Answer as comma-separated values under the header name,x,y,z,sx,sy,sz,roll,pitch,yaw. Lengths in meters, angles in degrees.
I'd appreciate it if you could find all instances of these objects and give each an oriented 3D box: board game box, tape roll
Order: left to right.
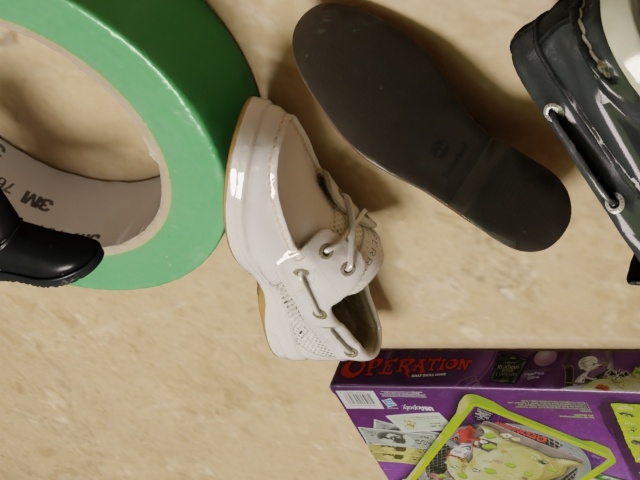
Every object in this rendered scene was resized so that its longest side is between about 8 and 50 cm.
name,x,y,z,sx,sy,sz,roll,pitch,yaw
tape roll,-0.203,-0.096,0.959,0.321,0.077,0.321,15,142,12
board game box,0.200,0.169,1.089,0.347,0.056,0.208,-2,132,30

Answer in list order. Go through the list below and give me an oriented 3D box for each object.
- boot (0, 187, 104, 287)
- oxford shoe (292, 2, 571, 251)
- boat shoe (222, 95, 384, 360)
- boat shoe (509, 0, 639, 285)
name,x,y,z,sx,sy,sz,roll,pitch,yaw
boot,-0.228,-0.015,0.973,0.121,0.045,0.099,0,134,30
oxford shoe,0.064,-0.069,0.861,0.212,0.076,0.076,42,180,-7
boat shoe,0.000,0.000,0.955,0.096,0.098,0.277,10,150,17
boat shoe,0.224,-0.011,0.793,0.113,0.127,0.340,-16,126,42
